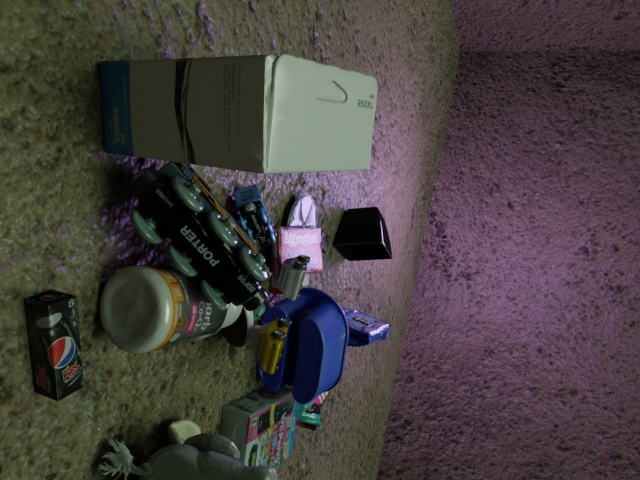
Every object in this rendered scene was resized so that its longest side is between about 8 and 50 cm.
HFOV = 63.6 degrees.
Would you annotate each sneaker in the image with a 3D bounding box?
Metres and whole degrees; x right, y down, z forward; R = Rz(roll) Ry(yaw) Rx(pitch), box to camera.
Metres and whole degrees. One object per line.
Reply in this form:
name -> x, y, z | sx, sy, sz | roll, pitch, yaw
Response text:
sneaker -> -0.196, 0.126, 1.307 | 0.123, 0.106, 0.290 | -32, 126, -57
sneaker -> -0.026, 0.573, 1.824 | 0.295, 0.124, 0.178 | 8, 85, -59

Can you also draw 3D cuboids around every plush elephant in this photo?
plush elephant -> -0.289, 0.522, 1.085 | 0.271, 0.330, 0.255 | -57, 172, -19

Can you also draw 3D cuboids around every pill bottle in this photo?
pill bottle -> -0.284, 0.127, 1.039 | 0.278, 0.162, 0.162 | 3, 95, -66

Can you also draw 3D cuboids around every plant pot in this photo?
plant pot -> 0.173, -0.029, 2.029 | 0.187, 0.188, 0.166 | 48, 42, -60

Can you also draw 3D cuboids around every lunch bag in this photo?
lunch bag -> 0.092, 0.310, 1.795 | 0.221, 0.293, 0.138 | 2, 96, -67

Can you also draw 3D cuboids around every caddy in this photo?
caddy -> -0.046, 0.313, 1.542 | 0.179, 0.241, 0.341 | -21, 122, -58

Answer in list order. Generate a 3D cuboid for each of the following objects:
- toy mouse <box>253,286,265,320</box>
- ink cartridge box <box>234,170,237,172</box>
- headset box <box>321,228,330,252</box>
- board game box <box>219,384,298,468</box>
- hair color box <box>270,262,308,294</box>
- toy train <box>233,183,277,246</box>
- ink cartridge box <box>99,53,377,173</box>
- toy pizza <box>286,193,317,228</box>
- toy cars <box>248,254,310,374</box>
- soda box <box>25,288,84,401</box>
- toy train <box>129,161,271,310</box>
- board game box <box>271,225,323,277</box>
toy mouse -> -0.181, 0.172, 1.453 | 0.143, 0.031, 0.161 | -24, 119, -63
ink cartridge box -> -0.207, -0.223, 1.259 | 0.115, 0.029, 0.062 | 63, 41, -52
headset box -> 0.000, 0.000, 1.805 | 0.083, 0.032, 0.062 | 48, 54, -60
board game box -> -0.177, 0.568, 1.520 | 0.303, 0.098, 0.224 | 1, 97, -67
hair color box -> -0.093, 0.105, 1.604 | 0.167, 0.053, 0.093 | -14, 108, -63
toy train -> -0.165, -0.057, 1.328 | 0.184, 0.080, 0.105 | 74, 0, -59
ink cartridge box -> -0.142, -0.217, 0.895 | 0.285, 0.395, 0.166 | -13, 111, -52
toy pizza -> -0.065, -0.049, 1.641 | 0.201, 0.032, 0.201 | 10, 90, -66
toy cars -> -0.107, 0.171, 1.337 | 0.176, 0.087, 0.393 | 104, 2, -51
soda box -> -0.432, 0.170, 0.842 | 0.053, 0.060, 0.168 | -27, 123, -61
toy train -> -0.219, -0.013, 0.988 | 0.334, 0.142, 0.190 | 49, 10, -18
board game box -> -0.065, 0.031, 1.565 | 0.281, 0.027, 0.145 | -1, 87, -65
